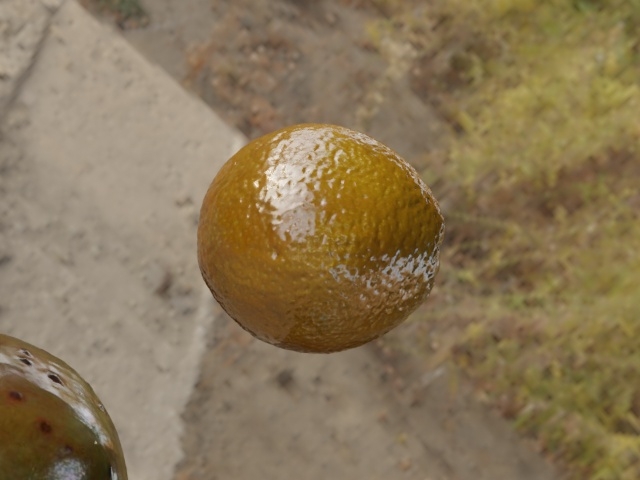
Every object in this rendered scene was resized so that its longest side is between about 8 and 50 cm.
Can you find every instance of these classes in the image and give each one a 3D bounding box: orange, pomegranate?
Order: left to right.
[{"bbox_3d":[-0.252,0.220,1.285,0.323,0.291,0.291,27,32,-45],"label":"pomegranate"},{"bbox_3d":[0.000,0.000,0.559,0.085,0.085,0.085,37,27,-22],"label":"orange"}]
